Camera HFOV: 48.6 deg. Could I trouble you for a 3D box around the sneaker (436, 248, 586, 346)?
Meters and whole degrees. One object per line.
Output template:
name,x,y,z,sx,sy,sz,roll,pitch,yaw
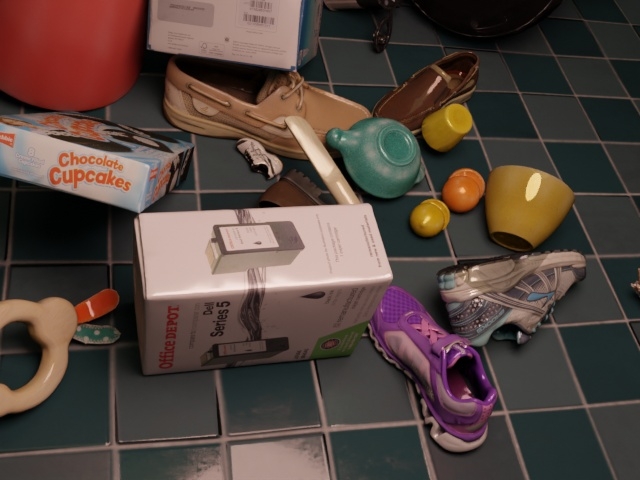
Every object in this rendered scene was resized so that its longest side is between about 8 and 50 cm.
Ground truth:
sneaker,0.276,0.081,1.004,0.283,0.110,0.122,-8,89,-35

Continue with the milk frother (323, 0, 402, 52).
milk frother,0.077,-0.438,1.332,0.135,0.129,0.143,14,75,40

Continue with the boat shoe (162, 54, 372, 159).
boat shoe,-0.072,-0.212,1.104,0.341,0.110,0.121,6,53,-11

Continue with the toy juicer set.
toy juicer set,0.106,-0.096,1.087,0.329,0.089,0.209,-10,79,-27

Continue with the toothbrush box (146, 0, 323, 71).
toothbrush box,-0.116,-0.348,1.088,0.216,0.126,0.295,9,19,3

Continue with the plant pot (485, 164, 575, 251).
plant pot,0.307,-0.039,1.081,0.134,0.134,0.095,23,74,2

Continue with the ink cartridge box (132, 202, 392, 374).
ink cartridge box,-0.079,0.060,0.842,0.273,0.198,0.114,-4,56,-17

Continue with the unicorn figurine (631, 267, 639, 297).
unicorn figurine,0.537,0.108,1.072,0.162,0.060,0.111,5,51,-32

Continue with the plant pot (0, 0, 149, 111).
plant pot,-0.362,-0.366,1.020,0.275,0.243,0.274,14,55,-22

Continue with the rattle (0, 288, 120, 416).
rattle,-0.351,0.120,0.831,0.130,0.143,0.199,57,37,-11

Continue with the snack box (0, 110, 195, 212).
snack box,-0.276,-0.108,0.883,0.187,0.060,0.322,15,11,-5

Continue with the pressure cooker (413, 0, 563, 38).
pressure cooker,0.382,-0.622,1.361,0.420,0.376,0.369,-48,118,-39

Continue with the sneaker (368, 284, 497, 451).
sneaker,0.147,0.144,0.902,0.095,0.104,0.236,-18,59,-25

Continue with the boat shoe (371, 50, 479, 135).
boat shoe,0.183,-0.263,1.223,0.095,0.095,0.257,42,54,16

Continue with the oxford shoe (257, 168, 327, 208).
oxford shoe,0.000,0.000,0.993,0.227,0.082,0.096,38,61,25

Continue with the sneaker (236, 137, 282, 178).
sneaker,-0.099,-0.126,1.083,0.083,0.032,0.037,33,52,11
